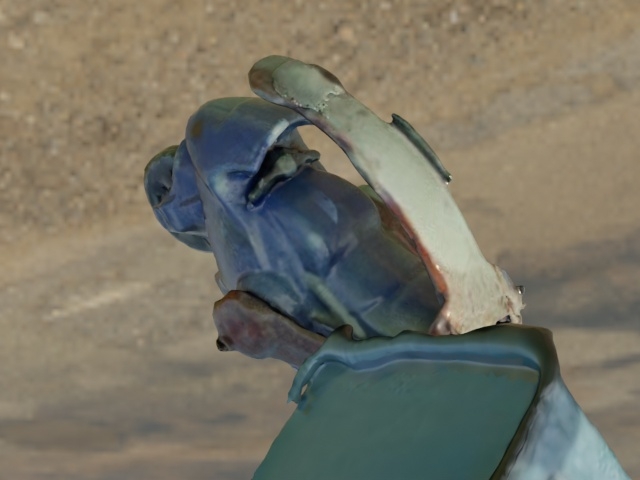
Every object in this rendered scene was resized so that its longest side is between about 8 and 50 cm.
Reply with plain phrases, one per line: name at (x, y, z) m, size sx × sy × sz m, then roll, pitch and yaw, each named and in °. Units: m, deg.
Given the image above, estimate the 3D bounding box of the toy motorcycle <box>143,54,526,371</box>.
toy motorcycle at (0.012, -0.010, 1.288) m, size 0.241 × 0.319 × 0.182 m, roll -54°, pitch 170°, yaw 24°

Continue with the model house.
model house at (0.107, 0.232, 1.133) m, size 0.237 × 0.215 × 0.303 m, roll -3°, pitch 135°, yaw 45°
